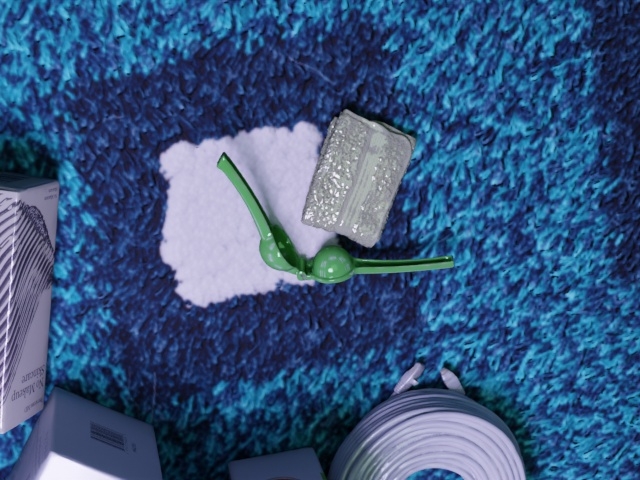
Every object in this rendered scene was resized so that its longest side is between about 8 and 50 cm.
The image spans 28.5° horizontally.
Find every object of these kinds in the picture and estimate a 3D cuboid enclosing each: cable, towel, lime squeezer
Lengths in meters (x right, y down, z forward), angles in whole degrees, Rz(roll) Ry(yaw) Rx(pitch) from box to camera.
[{"bbox_3d":[0.136,0.315,1.569,0.257,0.089,0.257,-45,105,0],"label":"cable"},{"bbox_3d":[0.044,-0.073,1.507,0.110,0.027,0.148,19,97,-13],"label":"towel"},{"bbox_3d":[0.000,0.000,1.493,0.310,0.059,0.110,24,105,-15],"label":"lime squeezer"}]

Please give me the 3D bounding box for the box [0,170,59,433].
[{"bbox_3d":[-0.362,0.065,1.404,0.094,0.113,0.275,8,102,12],"label":"box"}]

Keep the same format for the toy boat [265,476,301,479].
[{"bbox_3d":[-0.050,0.371,1.307,0.151,0.151,0.231,31,101,-7],"label":"toy boat"}]

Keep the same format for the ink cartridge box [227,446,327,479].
[{"bbox_3d":[-0.031,0.414,1.502,0.115,0.198,0.272,-9,102,-7],"label":"ink cartridge box"}]

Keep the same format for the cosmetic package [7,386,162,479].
[{"bbox_3d":[-0.291,0.318,1.421,0.138,0.224,0.224,25,95,-15],"label":"cosmetic package"}]
